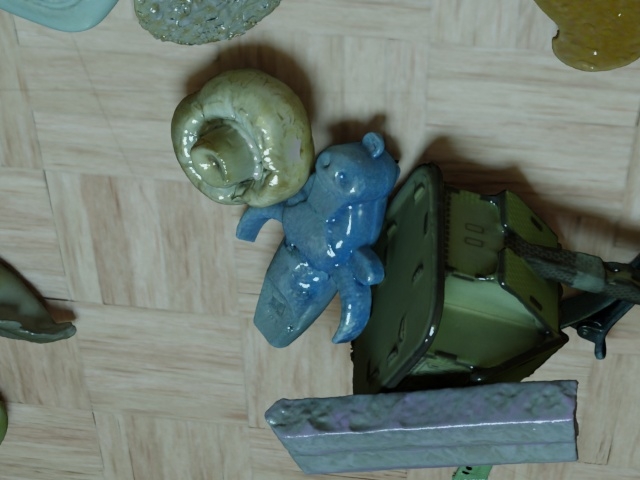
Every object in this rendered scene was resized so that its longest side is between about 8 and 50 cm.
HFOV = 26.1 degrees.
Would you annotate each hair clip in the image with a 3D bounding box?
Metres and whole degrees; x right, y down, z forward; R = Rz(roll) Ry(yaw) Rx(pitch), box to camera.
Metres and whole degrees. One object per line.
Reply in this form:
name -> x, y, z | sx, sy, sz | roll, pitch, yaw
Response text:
hair clip -> 0.327, 0.015, 1.396 | 0.083, 0.048, 0.275 | 30, 128, -3

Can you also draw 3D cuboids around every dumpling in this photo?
dumpling -> -0.449, 0.055, 1.553 | 0.332, 0.086, 0.166 | 5, 166, 6

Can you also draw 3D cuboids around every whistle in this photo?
whistle -> 0.000, 0.000, 1.382 | 0.180, 0.093, 0.269 | 45, 122, 28

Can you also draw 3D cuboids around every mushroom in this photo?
mushroom -> -0.073, -0.094, 1.309 | 0.148, 0.112, 0.148 | 25, 136, 27

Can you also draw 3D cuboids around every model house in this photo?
model house -> 0.189, 0.075, 1.377 | 0.279, 0.204, 0.218 | 13, 148, -16

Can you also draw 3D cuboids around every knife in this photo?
knife -> 0.182, 0.304, 1.712 | 0.043, 0.020, 0.293 | 15, 134, -1

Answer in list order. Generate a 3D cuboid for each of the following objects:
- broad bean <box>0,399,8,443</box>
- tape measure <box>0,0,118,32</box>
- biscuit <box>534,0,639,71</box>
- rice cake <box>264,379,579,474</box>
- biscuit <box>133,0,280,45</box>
broad bean -> -0.520, 0.231, 1.732 | 0.263, 0.121, 0.189 | -20, 123, 9
tape measure -> -0.237, -0.312, 1.132 | 0.243, 0.125, 0.246 | 34, 128, -12
biscuit -> 0.203, -0.261, 1.098 | 0.216, 0.047, 0.340 | -18, 139, 42
rice cake -> 0.102, 0.182, 1.315 | 0.298, 0.050, 0.106 | -6, 147, 16
biscuit -> -0.094, -0.225, 1.213 | 0.152, 0.020, 0.152 | -18, 152, -10
